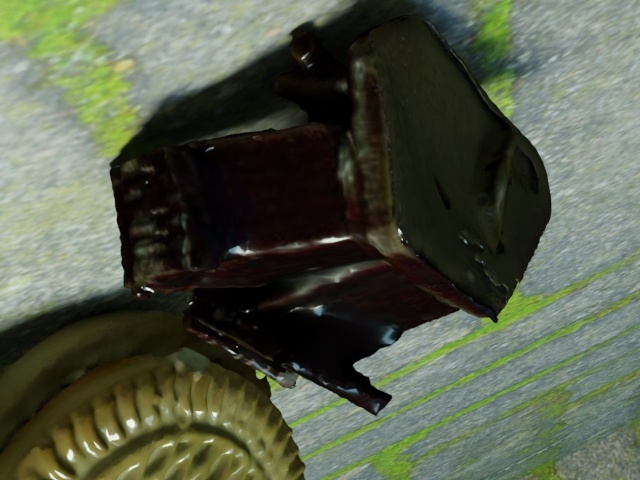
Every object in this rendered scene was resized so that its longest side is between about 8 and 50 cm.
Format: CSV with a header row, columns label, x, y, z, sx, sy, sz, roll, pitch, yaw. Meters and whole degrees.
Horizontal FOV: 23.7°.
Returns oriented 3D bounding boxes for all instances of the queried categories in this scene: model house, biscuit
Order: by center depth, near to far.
label,x,y,z,sx,sy,sz,roll,pitch,yaw
model house,-0.002,-0.011,0.690,0.164,0.141,0.203,-10,149,26
biscuit,-0.105,0.166,0.829,0.079,0.259,0.259,16,-164,43
